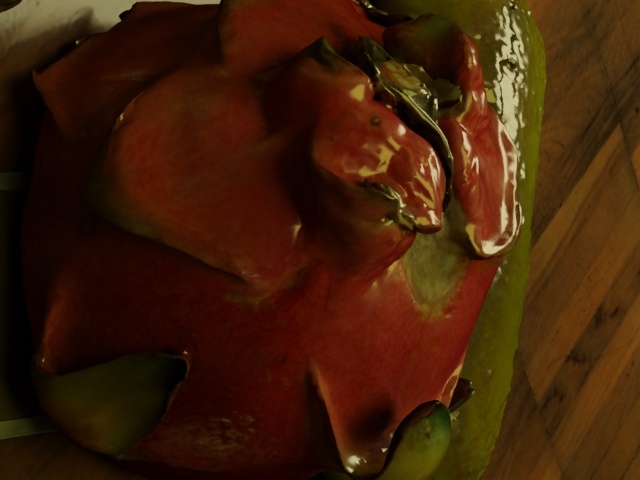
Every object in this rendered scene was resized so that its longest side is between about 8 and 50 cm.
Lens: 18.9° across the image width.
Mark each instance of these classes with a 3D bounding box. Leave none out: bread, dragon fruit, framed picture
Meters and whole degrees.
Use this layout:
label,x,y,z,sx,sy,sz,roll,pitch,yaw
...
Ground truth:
label,x,y,z,sx,sy,sz,roll,pitch,yaw
bread,0.084,-0.004,1.285,0.166,0.112,0.383,32,64,-50
dragon fruit,0.000,0.000,1.049,0.305,0.226,0.305,6,83,-56
framed picture,-0.142,0.033,1.049,0.183,0.011,0.142,-3,93,-55

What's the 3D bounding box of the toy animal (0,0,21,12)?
label,x,y,z,sx,sy,sz,roll,pitch,yaw
toy animal,-0.201,-0.185,0.902,0.220,0.086,0.069,78,7,-55
